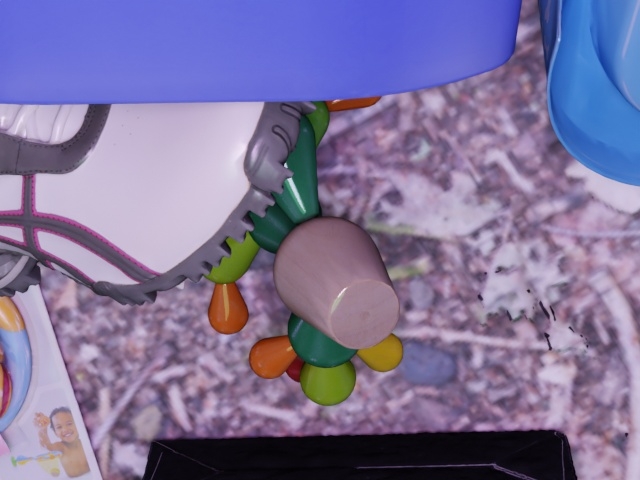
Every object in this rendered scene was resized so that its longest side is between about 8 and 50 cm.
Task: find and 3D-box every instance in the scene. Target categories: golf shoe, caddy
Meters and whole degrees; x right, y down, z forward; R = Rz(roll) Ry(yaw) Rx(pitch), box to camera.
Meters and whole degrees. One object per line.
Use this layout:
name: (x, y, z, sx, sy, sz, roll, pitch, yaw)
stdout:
golf shoe: (-0.124, -0.037, 0.819, 0.273, 0.105, 0.120, -8, 145, 42)
caddy: (-0.055, -0.177, 0.777, 0.341, 0.241, 0.179, -1, 114, 2)

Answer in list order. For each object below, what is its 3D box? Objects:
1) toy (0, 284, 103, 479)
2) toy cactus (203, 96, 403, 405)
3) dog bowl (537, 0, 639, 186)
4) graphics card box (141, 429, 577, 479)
toy: (-0.203, 0.085, 0.972, 0.136, 0.056, 0.237, -14, 109, 6)
toy cactus: (0.000, 0.000, 0.877, 0.112, 0.180, 0.219, -10, 115, -16)
dog bowl: (0.183, -0.155, 0.806, 0.166, 0.074, 0.297, -3, 136, -12)
graphics card box: (0.026, 0.288, 1.017, 0.232, 0.094, 0.371, -1, 109, 3)
